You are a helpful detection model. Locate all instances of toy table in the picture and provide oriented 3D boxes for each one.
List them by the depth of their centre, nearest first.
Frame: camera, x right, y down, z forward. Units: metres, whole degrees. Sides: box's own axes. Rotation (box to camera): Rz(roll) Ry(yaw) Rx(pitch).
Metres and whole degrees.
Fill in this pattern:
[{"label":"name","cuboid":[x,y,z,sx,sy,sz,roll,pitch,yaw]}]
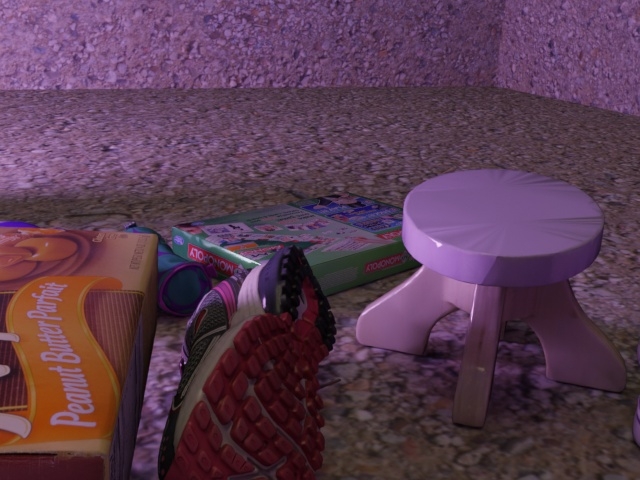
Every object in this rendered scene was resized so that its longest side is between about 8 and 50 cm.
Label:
[{"label":"toy table","cuboid":[0.164,0.042,0.733,0.252,0.160,0.274,13,21,27]}]

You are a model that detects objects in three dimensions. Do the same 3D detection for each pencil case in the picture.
[{"label":"pencil case","cuboid":[-0.176,0.030,0.862,0.070,0.064,0.152,-34,33,-21]}]

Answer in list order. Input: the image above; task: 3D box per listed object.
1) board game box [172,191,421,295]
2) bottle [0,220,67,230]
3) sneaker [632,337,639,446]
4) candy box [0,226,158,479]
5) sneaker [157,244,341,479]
[{"label":"board game box","cuboid":[0.000,0.000,1.018,0.317,0.046,0.214,-14,25,-42]},{"label":"bottle","cuboid":[-0.336,0.025,0.804,0.283,0.092,0.118,7,10,9]},{"label":"sneaker","cuboid":[0.343,0.066,0.692,0.102,0.160,0.282,9,17,21]},{"label":"candy box","cuboid":[-0.201,0.076,0.474,0.183,0.087,0.316,2,18,-8]},{"label":"sneaker","cuboid":[-0.061,0.108,0.601,0.112,0.120,0.299,-23,14,14]}]
